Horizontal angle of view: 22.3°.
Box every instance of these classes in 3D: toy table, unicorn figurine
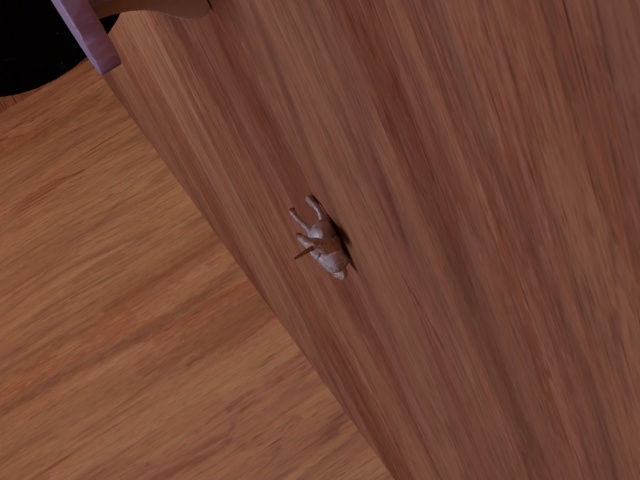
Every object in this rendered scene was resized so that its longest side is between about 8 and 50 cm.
[{"bbox_3d":[-0.237,-0.316,1.844,0.274,0.161,0.252,54,173,35],"label":"toy table"},{"bbox_3d":[0.000,0.000,2.060,0.111,0.060,0.162,52,-173,37],"label":"unicorn figurine"}]

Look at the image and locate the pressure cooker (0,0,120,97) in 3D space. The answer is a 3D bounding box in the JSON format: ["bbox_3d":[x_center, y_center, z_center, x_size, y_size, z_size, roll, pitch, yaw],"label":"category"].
[{"bbox_3d":[-0.504,-0.450,2.292,0.375,0.370,0.420,16,-147,-53],"label":"pressure cooker"}]
